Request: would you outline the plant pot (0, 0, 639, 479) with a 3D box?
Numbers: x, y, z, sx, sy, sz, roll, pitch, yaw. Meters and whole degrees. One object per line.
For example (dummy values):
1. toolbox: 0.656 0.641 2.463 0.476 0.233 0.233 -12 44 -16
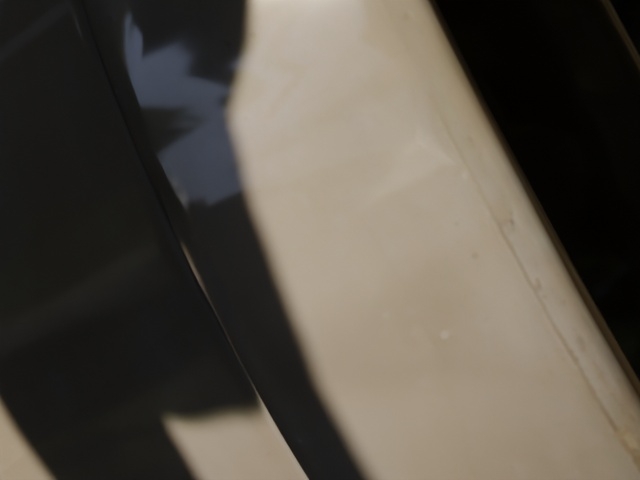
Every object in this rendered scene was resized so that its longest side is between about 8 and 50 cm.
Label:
1. plant pot: -0.043 0.037 0.510 0.280 0.323 0.323 -28 58 15
